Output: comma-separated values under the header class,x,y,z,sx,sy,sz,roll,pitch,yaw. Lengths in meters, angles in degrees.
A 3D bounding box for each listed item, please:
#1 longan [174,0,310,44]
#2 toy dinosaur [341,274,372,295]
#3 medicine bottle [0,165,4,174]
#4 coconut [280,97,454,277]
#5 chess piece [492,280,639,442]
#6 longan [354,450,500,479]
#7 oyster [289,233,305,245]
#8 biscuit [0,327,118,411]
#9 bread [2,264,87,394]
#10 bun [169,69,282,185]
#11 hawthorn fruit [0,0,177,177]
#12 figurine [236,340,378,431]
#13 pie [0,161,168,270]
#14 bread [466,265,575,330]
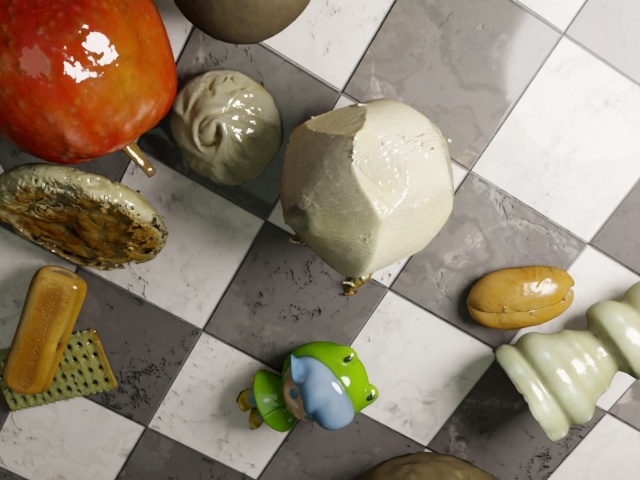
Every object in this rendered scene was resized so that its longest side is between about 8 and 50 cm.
class,x,y,z,sx,sy,sz,roll,pitch,yaw
longan,-0.107,-0.372,0.794,0.212,0.198,0.198,-15,108,2
toy dinosaur,0.071,0.057,1.017,0.041,0.026,0.113,31,116,-16
medicine bottle,-0.620,-0.073,0.950,0.191,0.107,0.107,-25,107,9
coconut,0.057,-0.078,0.841,0.247,0.244,0.245,-21,113,-34
chess piece,0.478,0.178,0.974,0.330,0.182,0.182,-35,105,11
longan,0.190,0.574,1.011,0.390,0.391,0.392,0,109,1
oyster,0.000,0.000,0.981,0.083,0.080,0.038,27,137,26
biscuit,-0.514,0.252,1.109,0.231,0.016,0.139,-13,107,6
bread,-0.493,0.159,1.036,0.092,0.074,0.239,22,103,-14
bun,-0.148,-0.174,0.905,0.183,0.102,0.184,0,109,-1
hawthorn fruit,-0.328,-0.222,0.805,0.287,0.287,0.330,-24,123,9
figurine,-0.030,0.271,1.045,0.263,0.143,0.162,-23,100,27
pie,-0.377,-0.030,0.918,0.274,0.055,0.274,4,149,2
bread,0.349,0.101,1.002,0.189,0.077,0.114,-10,104,8
